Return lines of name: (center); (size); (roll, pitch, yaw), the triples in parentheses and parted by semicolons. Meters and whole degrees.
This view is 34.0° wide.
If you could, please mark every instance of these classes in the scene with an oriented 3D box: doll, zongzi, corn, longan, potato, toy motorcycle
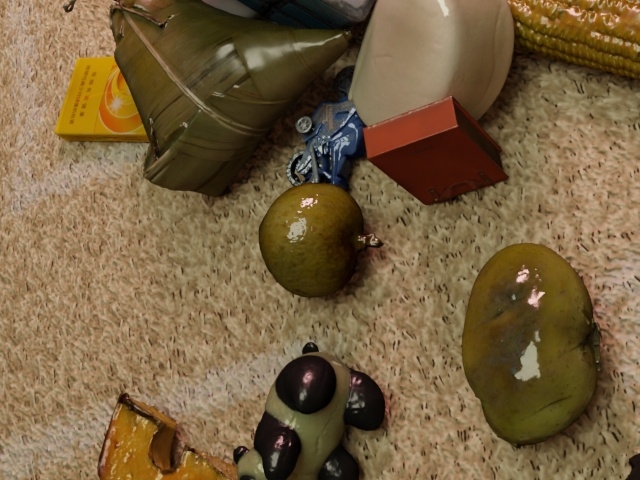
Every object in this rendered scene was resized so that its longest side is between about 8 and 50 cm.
doll: (-0.021, 0.254, 1.366); (0.135, 0.143, 0.234); (12, 79, 58)
zongzi: (-0.168, -0.338, 1.575); (0.418, 0.181, 0.447); (-37, 68, 33)
corn: (0.360, -0.274, 1.340); (0.363, 0.120, 0.120); (19, 82, 36)
longan: (0.000, 0.000, 1.438); (0.176, 0.145, 0.154); (10, 121, 18)
potato: (0.251, 0.119, 1.248); (0.169, 0.143, 0.248); (-18, 55, 28)
toy motorcycle: (0.032, -0.155, 1.522); (0.114, 0.076, 0.205); (27, 88, 28)

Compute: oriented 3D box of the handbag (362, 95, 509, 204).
handbag: (0.153, -0.111, 1.356); (0.127, 0.190, 0.063); (-18, 65, 23)

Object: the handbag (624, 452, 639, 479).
handbag: (0.360, 0.373, 1.104); (0.285, 0.113, 0.257); (-50, 49, 14)

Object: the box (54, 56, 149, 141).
box: (-0.328, -0.242, 1.781); (0.269, 0.043, 0.152); (3, 74, 32)

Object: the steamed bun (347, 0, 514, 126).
steamed bun: (0.153, -0.240, 1.385); (0.164, 0.146, 0.241); (44, 130, 32)

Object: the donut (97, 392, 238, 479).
donut: (-0.221, 0.338, 1.466); (0.259, 0.101, 0.152); (30, 89, 34)

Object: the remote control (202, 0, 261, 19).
remote control: (-0.142, -0.501, 1.729); (0.221, 0.103, 0.332); (-24, 61, 28)

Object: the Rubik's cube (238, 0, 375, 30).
Rubik's cube: (-0.031, -0.488, 1.476); (0.303, 0.301, 0.305); (-62, 12, -1)
